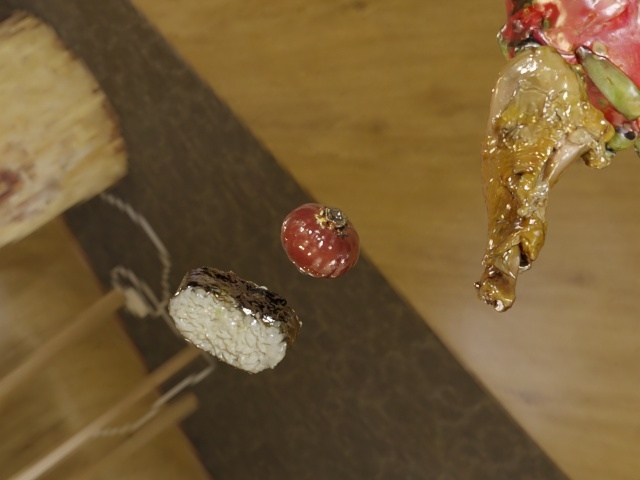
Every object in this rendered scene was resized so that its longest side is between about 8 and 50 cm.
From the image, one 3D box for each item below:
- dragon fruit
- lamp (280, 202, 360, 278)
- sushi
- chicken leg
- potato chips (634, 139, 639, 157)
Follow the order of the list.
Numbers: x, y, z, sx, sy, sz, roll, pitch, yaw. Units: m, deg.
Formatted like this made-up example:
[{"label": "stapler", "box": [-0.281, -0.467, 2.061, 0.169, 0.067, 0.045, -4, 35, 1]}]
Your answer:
[{"label": "dragon fruit", "box": [0.245, -0.168, 1.297, 0.172, 0.166, 0.160, 50, 150, 4]}, {"label": "lamp", "box": [0.000, 0.000, 1.742, 0.101, 0.101, 0.090, 45, 121, 17]}, {"label": "sushi", "box": [-0.101, 0.091, 1.679, 0.150, 0.078, 0.090, 23, 117, 4]}, {"label": "chicken leg", "box": [0.166, -0.046, 1.108, 0.101, 0.207, 0.085, 10, 167, 18]}, {"label": "potato chips", "box": [0.499, -0.071, 1.657, 0.358, 0.070, 0.429, 24, 153, 54]}]
